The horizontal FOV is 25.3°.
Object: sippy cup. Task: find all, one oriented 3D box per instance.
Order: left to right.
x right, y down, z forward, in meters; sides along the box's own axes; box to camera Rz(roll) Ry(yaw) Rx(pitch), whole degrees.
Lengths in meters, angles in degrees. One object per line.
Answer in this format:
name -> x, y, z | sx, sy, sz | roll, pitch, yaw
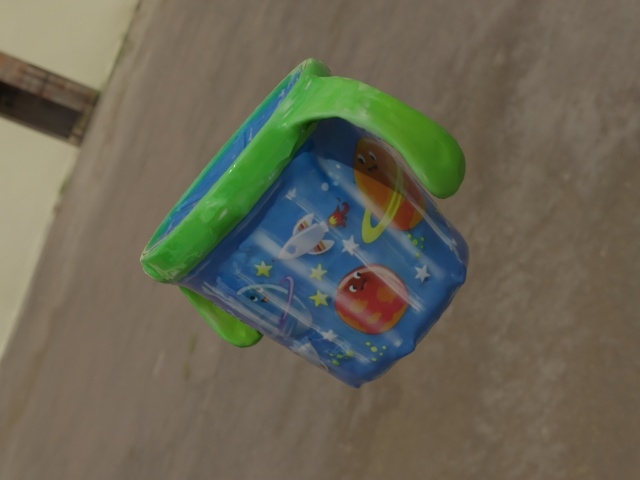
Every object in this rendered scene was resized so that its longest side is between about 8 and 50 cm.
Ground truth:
sippy cup -> 0.000, 0.000, 1.240 | 0.240, 0.224, 0.305 | -50, 10, -6
